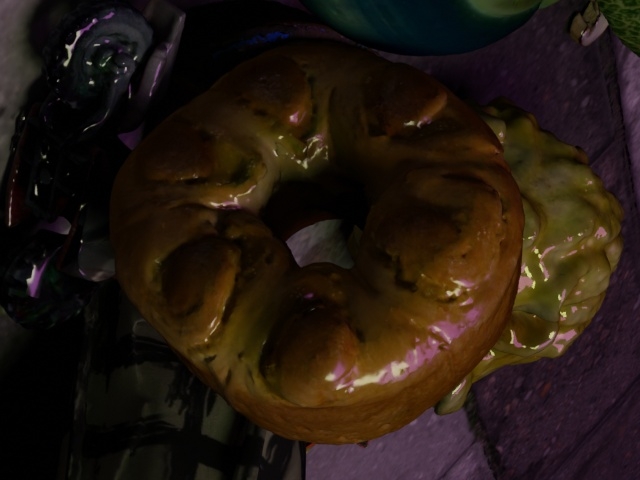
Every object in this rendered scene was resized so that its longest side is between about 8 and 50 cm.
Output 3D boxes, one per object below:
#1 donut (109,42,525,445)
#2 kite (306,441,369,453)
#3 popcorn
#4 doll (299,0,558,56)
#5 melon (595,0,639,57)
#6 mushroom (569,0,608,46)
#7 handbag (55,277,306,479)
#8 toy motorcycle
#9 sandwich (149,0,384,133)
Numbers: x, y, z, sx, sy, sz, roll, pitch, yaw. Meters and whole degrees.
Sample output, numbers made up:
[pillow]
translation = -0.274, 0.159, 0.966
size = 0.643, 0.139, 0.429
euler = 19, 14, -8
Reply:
[donut]
translation = 0.002, -0.001, 0.951
size = 0.226, 0.226, 0.114
euler = -43, 151, -16
[kite]
translation = 0.017, 0.144, 1.493
size = 0.159, 0.010, 0.190
euler = -54, 150, 3
[popcorn]
translation = 0.116, 0.010, 1.309
size = 0.217, 0.181, 0.235
euler = -48, 151, -8
[doll]
translation = 0.040, -0.224, 0.948
size = 0.322, 0.186, 0.198
euler = 53, 45, -43
[melon]
translation = 0.273, -0.271, 1.231
size = 0.331, 0.226, 0.343
euler = -49, 169, 30
[mushroom]
translation = 0.230, -0.203, 1.404
size = 0.049, 0.019, 0.101
euler = 7, 114, -58
[handbag]
translation = -0.101, 0.234, 1.135
size = 0.325, 0.162, 0.327
euler = 92, 8, -49
[toy motorcycle]
translation = -0.119, -0.044, 1.014
size = 0.122, 0.082, 0.213
euler = -20, 136, -47
[sandwich]
translation = -0.026, -0.075, 1.116
size = 0.159, 0.079, 0.235
euler = -51, 152, -2
